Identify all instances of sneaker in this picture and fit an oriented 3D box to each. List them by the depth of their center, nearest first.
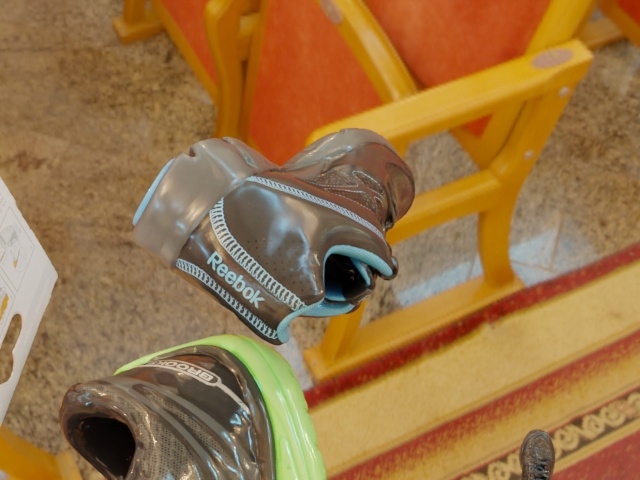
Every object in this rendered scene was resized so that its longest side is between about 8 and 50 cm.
[{"bbox_3d":[-0.069,0.274,0.598,0.202,0.185,0.483,-4,44,-20],"label":"sneaker"},{"bbox_3d":[0.000,0.000,0.753,0.139,0.125,0.341,44,26,15],"label":"sneaker"},{"bbox_3d":[0.296,0.347,1.316,0.051,0.089,0.170,11,90,-5],"label":"sneaker"}]

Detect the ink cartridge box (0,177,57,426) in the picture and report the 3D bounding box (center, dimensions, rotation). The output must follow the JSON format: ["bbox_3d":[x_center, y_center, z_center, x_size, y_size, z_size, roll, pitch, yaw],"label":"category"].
[{"bbox_3d":[-0.189,0.016,0.438,0.045,0.179,0.145,1,51,11],"label":"ink cartridge box"}]
